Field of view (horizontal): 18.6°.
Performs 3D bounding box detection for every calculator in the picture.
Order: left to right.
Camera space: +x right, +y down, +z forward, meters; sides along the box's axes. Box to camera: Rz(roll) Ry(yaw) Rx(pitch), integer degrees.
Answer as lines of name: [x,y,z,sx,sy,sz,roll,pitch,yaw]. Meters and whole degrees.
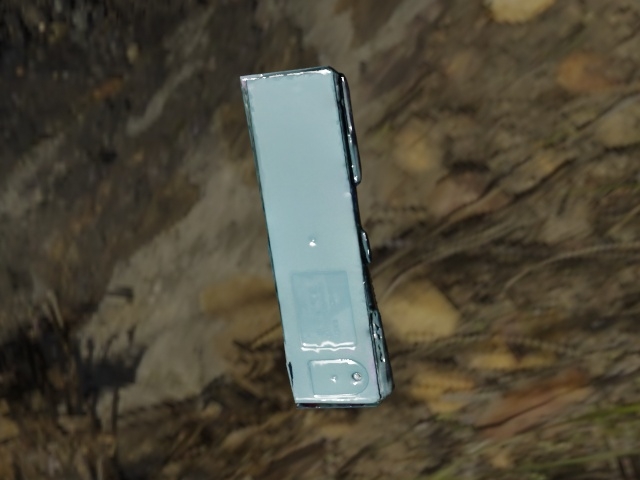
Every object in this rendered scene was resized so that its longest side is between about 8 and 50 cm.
calculator: [0.000,0.000,0.961,0.057,0.018,0.172,-5,103,21]
